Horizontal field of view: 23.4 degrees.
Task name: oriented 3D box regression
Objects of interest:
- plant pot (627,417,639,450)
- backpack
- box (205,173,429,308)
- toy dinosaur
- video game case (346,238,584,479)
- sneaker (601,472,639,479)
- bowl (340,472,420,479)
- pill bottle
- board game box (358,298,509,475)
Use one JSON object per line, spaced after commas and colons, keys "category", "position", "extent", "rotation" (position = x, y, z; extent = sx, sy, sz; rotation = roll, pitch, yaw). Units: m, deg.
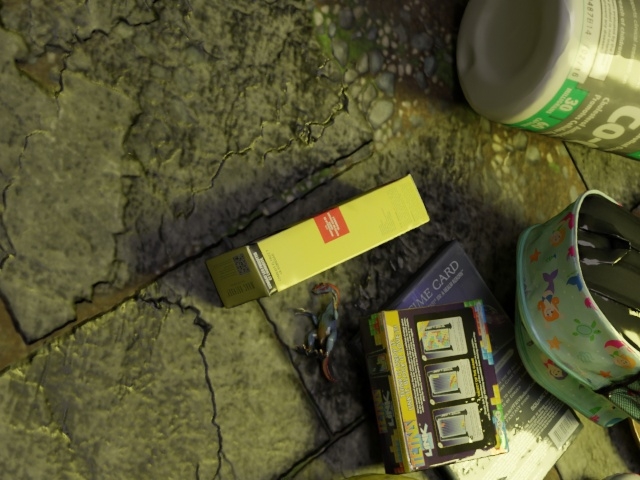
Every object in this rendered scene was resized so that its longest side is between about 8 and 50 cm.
{"category": "plant pot", "position": [0.454, 0.200, 1.907], "extent": [0.236, 0.032, 0.236], "rotation": [9, 74, -33]}
{"category": "backpack", "position": [0.324, 0.076, 1.736], "extent": [0.253, 0.191, 0.225], "rotation": [36, 43, -32]}
{"category": "box", "position": [0.000, 0.000, 1.602], "extent": [0.232, 0.087, 0.058], "rotation": [-23, 92, -36]}
{"category": "toy dinosaur", "position": [0.002, 0.088, 1.624], "extent": [0.082, 0.047, 0.090], "rotation": [-61, 147, -39]}
{"category": "video game case", "position": [0.167, 0.163, 1.717], "extent": [0.196, 0.026, 0.274], "rotation": [-43, 103, -34]}
{"category": "sneaker", "position": [0.339, 0.379, 1.731], "extent": [0.103, 0.111, 0.252], "rotation": [31, 62, -26]}
{"category": "bowl", "position": [0.103, 0.364, 1.483], "extent": [0.289, 0.156, 0.290], "rotation": [9, 74, -33]}
{"category": "pill bottle", "position": [0.357, -0.205, 1.831], "extent": [0.361, 0.204, 0.204], "rotation": [11, 72, -32]}
{"category": "board game box", "position": [0.121, 0.155, 1.643], "extent": [0.141, 0.048, 0.170], "rotation": [-5, 82, -34]}
